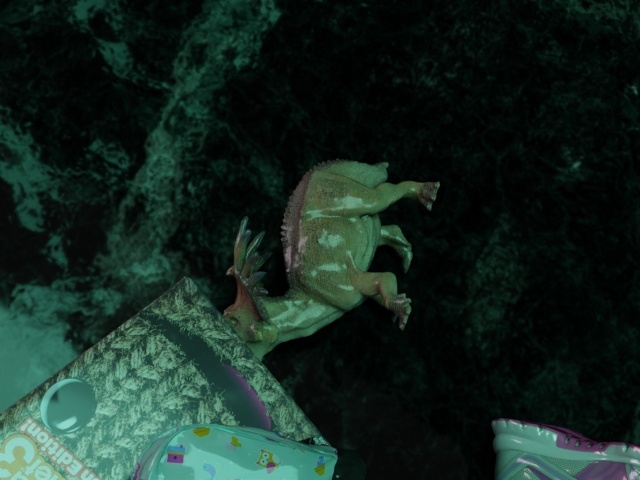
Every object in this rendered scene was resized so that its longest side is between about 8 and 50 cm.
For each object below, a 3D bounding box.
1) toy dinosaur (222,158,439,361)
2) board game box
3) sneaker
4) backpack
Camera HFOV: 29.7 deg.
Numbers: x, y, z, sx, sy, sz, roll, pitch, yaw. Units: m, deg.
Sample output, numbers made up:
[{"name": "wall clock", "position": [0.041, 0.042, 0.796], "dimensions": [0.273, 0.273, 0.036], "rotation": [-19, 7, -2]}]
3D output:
[{"name": "toy dinosaur", "position": [0.000, 0.000, 1.227], "dimensions": [0.200, 0.127, 0.296], "rotation": [17, 59, -1]}, {"name": "board game box", "position": [-0.167, 0.219, 1.075], "dimensions": [0.291, 0.141, 0.232], "rotation": [-39, 83, -25]}, {"name": "sneaker", "position": [0.278, 0.249, 1.175], "dimensions": [0.103, 0.252, 0.111], "rotation": [17, 82, -52]}, {"name": "backpack", "position": [-0.063, 0.209, 0.966], "dimensions": [0.182, 0.115, 0.152], "rotation": [17, 68, -6]}]
